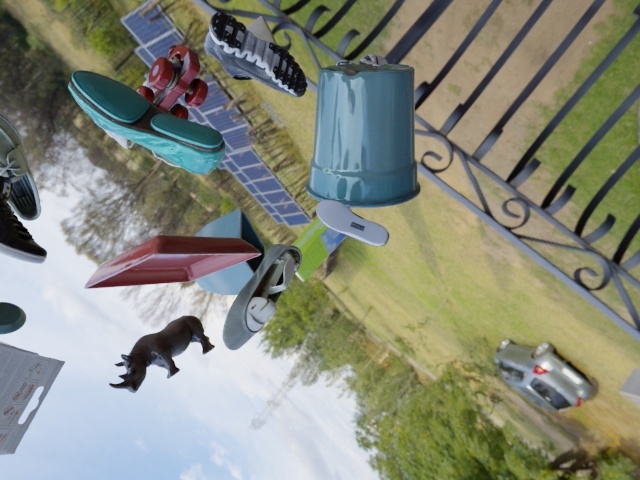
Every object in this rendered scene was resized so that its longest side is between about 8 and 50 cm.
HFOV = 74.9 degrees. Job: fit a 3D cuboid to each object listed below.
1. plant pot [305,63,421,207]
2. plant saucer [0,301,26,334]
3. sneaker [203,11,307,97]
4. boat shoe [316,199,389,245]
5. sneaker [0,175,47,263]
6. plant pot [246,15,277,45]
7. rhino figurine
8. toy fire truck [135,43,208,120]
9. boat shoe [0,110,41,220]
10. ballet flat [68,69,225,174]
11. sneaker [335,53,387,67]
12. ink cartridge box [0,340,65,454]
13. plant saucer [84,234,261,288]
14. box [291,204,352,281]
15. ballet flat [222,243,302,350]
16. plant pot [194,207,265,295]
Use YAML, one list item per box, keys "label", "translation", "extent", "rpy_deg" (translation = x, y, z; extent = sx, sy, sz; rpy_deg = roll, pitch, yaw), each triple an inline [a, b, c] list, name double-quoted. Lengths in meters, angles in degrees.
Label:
- label: "plant pot"
  translation: [0.123, -0.306, 1.166]
  extent: [0.341, 0.341, 0.334]
  rpy_deg: [31, 131, 46]
- label: "plant saucer"
  translation: [-0.900, 0.212, 1.179]
  extent: [0.119, 0.021, 0.119]
  rpy_deg: [27, -153, -15]
- label: "sneaker"
  translation: [-0.136, -0.364, 0.860]
  extent: [0.234, 0.078, 0.106]
  rpy_deg: [23, 162, -34]
- label: "boat shoe"
  translation: [0.056, -0.026, 0.736]
  extent: [0.142, 0.049, 0.040]
  rpy_deg: [29, 174, 19]
- label: "sneaker"
  translation: [-0.586, -0.052, 0.768]
  extent: [0.216, 0.121, 0.079]
  rpy_deg: [27, 172, 0]
- label: "plant pot"
  translation: [-0.153, -0.460, 1.035]
  extent: [0.096, 0.109, 0.109]
  rpy_deg: [53, 179, -1]
- label: "rhino figurine"
  translation: [-0.338, 0.241, 0.892]
  extent: [0.073, 0.243, 0.106]
  rpy_deg: [-38, 84, 39]
- label: "toy fire truck"
  translation: [-0.525, -0.544, 1.434]
  extent: [0.169, 0.302, 0.254]
  rpy_deg: [18, -137, -47]
- label: "boat shoe"
  translation: [-0.680, -0.166, 0.908]
  extent: [0.094, 0.109, 0.302]
  rpy_deg: [43, 149, 21]
- label: "ballet flat"
  translation: [-0.269, -0.167, 0.643]
  extent: [0.247, 0.083, 0.087]
  rpy_deg: [25, 134, -5]
- label: "sneaker"
  translation: [0.170, -0.520, 1.321]
  extent: [0.153, 0.235, 0.094]
  rpy_deg: [40, 130, 28]
- label: "ink cartridge box"
  translation: [-0.563, 0.262, 0.699]
  extent: [0.056, 0.181, 0.225]
  rpy_deg: [17, 158, 11]
- label: "plant saucer"
  translation: [-0.301, 0.042, 0.862]
  extent: [0.258, 0.259, 0.048]
  rpy_deg: [2, -110, -55]
- label: "box"
  translation: [0.000, 0.000, 0.912]
  extent: [0.042, 0.178, 0.109]
  rpy_deg: [38, 169, 25]
- label: "ballet flat"
  translation: [-0.095, 0.091, 0.719]
  extent: [0.068, 0.213, 0.072]
  rpy_deg: [-1, 140, 39]
- label: "plant pot"
  translation: [-0.376, 0.069, 1.632]
  extent: [0.247, 0.252, 0.248]
  rpy_deg: [65, -168, -45]
